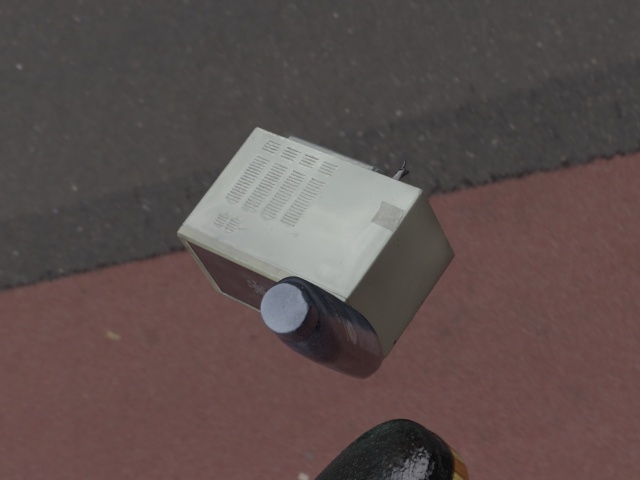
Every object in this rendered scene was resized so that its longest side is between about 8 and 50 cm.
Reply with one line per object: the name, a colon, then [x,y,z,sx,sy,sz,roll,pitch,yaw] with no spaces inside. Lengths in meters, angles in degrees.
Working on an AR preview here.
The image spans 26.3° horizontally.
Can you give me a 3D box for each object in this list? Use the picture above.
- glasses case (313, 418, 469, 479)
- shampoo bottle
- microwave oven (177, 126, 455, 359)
glasses case: [-0.021,0.253,0.871,0.321,0.082,0.122,-53,17,-3]
shampoo bottle: [0.002,0.078,1.234,0.049,0.233,0.087,-36,72,7]
microwave oven: [0.000,0.000,1.517,0.240,0.145,0.194,23,65,35]
